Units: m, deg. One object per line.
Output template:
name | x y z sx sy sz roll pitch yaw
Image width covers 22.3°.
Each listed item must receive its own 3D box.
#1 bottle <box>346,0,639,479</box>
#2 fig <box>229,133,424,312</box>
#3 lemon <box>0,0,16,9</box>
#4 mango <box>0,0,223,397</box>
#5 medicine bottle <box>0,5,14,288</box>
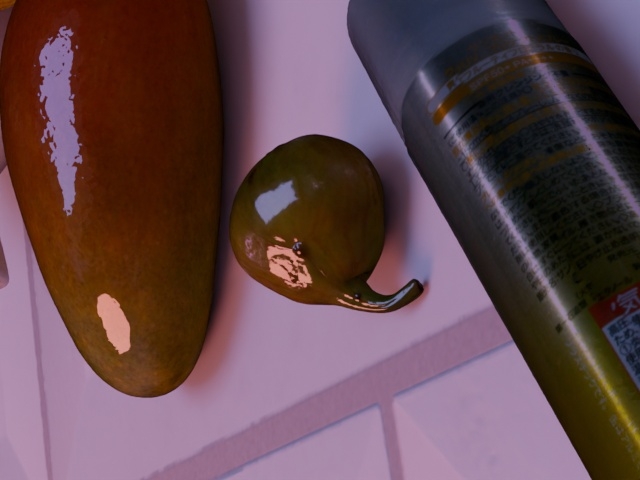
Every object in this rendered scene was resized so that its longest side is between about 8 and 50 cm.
bottle | 0.093 -0.008 0.607 0.082 0.082 0.286 -64 38 38
fig | 0.000 0.000 0.793 0.084 0.082 0.098 -30 76 19
lemon | -0.237 -0.272 1.044 0.310 0.254 0.253 -2 88 52
mango | -0.118 -0.049 0.954 0.146 0.129 0.289 -11 88 59
medicine bottle | -0.349 -0.155 1.257 0.235 0.236 0.406 -64 37 38
